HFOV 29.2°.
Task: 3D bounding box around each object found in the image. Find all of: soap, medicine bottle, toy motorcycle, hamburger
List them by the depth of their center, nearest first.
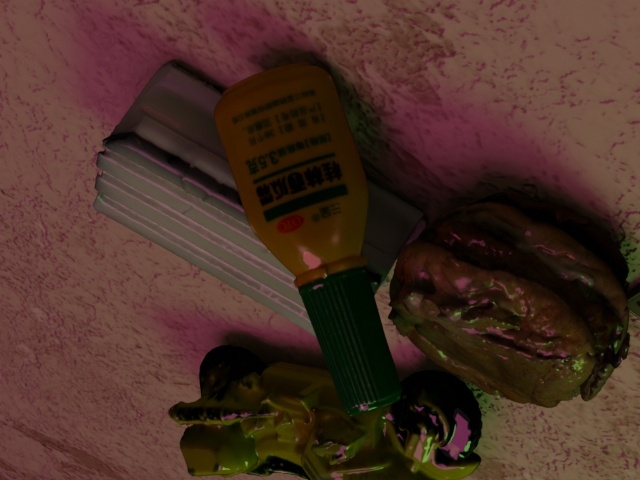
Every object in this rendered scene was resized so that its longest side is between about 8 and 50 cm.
[{"bbox_3d":[0.000,0.000,0.910,0.064,0.095,0.260,53,-161,-84],"label":"medicine bottle"},{"bbox_3d":[0.149,0.047,0.943,0.183,0.130,0.206,29,164,9],"label":"hamburger"},{"bbox_3d":[-0.053,-0.026,1.025,0.261,0.094,0.150,30,151,1],"label":"soap"},{"bbox_3d":[0.014,0.210,1.223,0.342,0.142,0.206,4,99,35],"label":"toy motorcycle"}]

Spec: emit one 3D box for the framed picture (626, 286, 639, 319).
[{"bbox_3d":[0.325,0.043,0.876,0.136,0.010,0.201,35,146,-5],"label":"framed picture"}]
